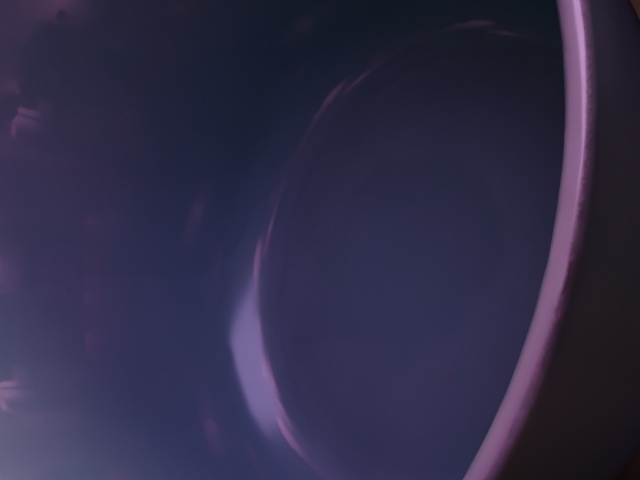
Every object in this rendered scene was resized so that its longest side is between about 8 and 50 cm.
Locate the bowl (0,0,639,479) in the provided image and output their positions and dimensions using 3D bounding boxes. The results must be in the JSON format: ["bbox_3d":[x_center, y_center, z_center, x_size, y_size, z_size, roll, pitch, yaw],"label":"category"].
[{"bbox_3d":[0.000,0.000,0.509,0.311,0.163,0.311,-12,71,40],"label":"bowl"}]

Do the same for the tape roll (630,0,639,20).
[{"bbox_3d":[0.107,-0.148,0.491,0.100,0.286,0.286,-43,48,-6],"label":"tape roll"}]
